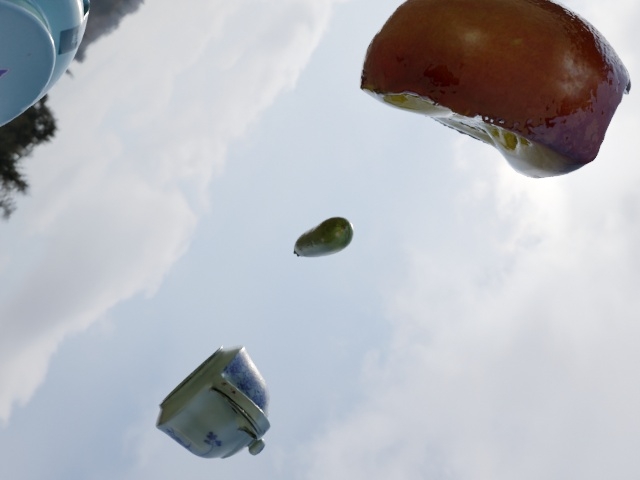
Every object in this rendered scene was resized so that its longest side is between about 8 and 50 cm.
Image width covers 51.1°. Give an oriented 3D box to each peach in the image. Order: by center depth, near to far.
[{"bbox_3d":[0.258,-0.248,0.978,0.380,0.306,0.242,33,-79,21],"label":"peach"}]

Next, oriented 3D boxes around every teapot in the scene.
[{"bbox_3d":[-0.129,0.236,0.918,0.159,0.159,0.232,-53,-174,-27],"label":"teapot"}]

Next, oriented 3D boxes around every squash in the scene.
[{"bbox_3d":[0.000,0.000,1.275,0.066,0.066,0.201,-53,-165,-27],"label":"squash"}]

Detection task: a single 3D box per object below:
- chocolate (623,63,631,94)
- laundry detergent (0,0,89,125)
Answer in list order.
[{"bbox_3d":[0.456,-0.273,1.047,0.031,0.101,0.064,-41,-168,17],"label":"chocolate"},{"bbox_3d":[-0.375,-0.253,0.574,0.287,0.305,0.287,-30,165,-9],"label":"laundry detergent"}]
